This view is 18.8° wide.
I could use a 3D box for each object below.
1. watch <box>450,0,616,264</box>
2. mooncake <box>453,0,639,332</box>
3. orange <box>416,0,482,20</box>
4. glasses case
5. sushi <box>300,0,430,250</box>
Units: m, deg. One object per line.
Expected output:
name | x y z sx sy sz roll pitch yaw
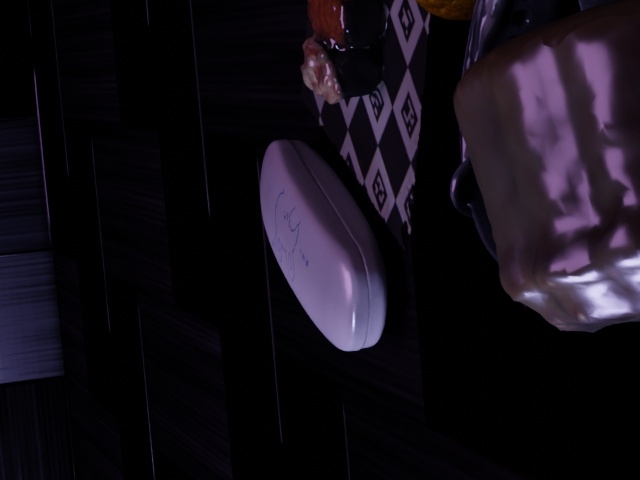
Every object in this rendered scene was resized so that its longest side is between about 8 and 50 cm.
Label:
watch | 0.132 -0.071 1.076 0.206 0.068 0.193 108 154 -47
mooncake | 0.165 -0.041 0.729 0.228 0.228 0.124 170 85 -73
orange | 0.086 -0.180 1.151 0.085 0.085 0.095 167 119 -73
glasses case | 0.000 0.000 1.530 0.233 0.059 0.092 -119 27 -53
sushi | 0.012 -0.170 1.447 0.264 0.050 0.290 -120 28 -52
